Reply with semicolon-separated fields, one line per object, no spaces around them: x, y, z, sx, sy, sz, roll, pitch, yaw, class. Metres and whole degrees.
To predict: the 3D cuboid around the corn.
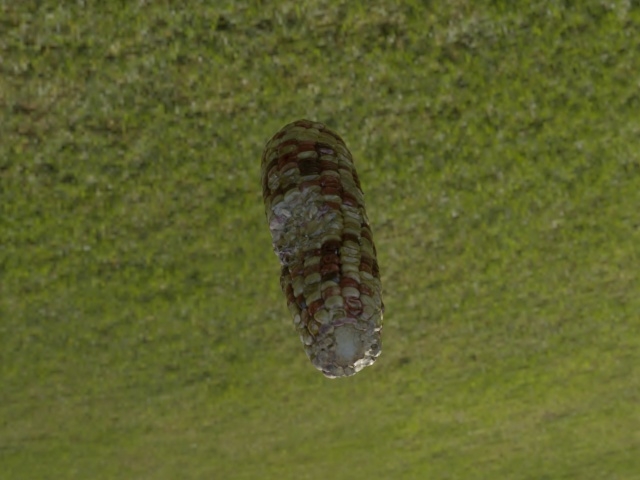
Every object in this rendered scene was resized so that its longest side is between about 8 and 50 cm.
0.000;0.000;0.979;0.098;0.290;0.098;-5;133;-5;corn
